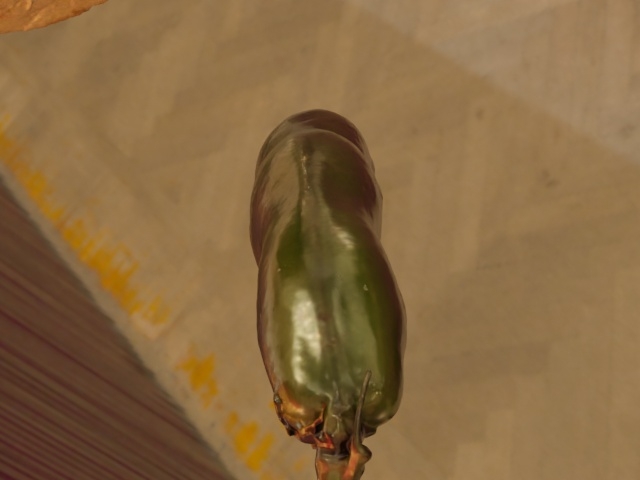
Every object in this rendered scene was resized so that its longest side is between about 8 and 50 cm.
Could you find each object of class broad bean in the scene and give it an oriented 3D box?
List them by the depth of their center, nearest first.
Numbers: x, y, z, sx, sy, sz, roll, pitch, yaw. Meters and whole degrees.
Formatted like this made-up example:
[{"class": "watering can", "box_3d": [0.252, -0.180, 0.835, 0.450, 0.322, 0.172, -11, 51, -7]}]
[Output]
[{"class": "broad bean", "box_3d": [-0.001, -0.004, 0.431, 0.047, 0.065, 0.254, -9, 19, 1]}]

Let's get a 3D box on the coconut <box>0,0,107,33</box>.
[{"class": "coconut", "box_3d": [-0.112, -0.140, 0.427, 0.116, 0.116, 0.122, -24, 72, 24]}]
